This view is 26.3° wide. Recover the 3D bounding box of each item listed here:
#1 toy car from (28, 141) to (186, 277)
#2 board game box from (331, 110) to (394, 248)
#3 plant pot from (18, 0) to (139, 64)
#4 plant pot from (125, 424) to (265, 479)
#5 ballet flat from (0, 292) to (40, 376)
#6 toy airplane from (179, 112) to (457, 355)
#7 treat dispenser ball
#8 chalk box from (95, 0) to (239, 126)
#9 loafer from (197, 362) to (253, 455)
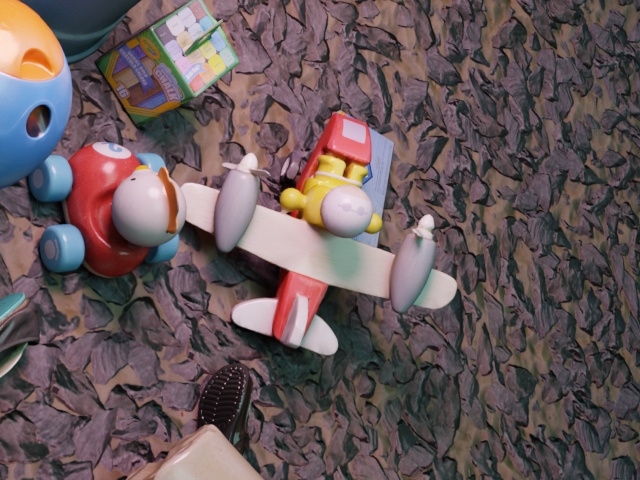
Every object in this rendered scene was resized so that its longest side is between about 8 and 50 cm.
[{"bbox_3d":[-0.280,-0.063,2.070,0.219,0.238,0.210,-4,81,-43],"label":"toy car"},{"bbox_3d":[0.058,-0.086,2.529,0.145,0.027,0.281,29,60,-35],"label":"board game box"},{"bbox_3d":[-0.353,-0.475,2.055,0.341,0.334,0.341,14,68,-38],"label":"plant pot"},{"bbox_3d":[-0.159,0.452,2.007,0.334,0.334,0.305,-36,92,-42],"label":"plant pot"},{"bbox_3d":[-0.494,0.172,1.912,0.280,0.095,0.096,-34,113,-43],"label":"ballet flat"},{"bbox_3d":[0.000,0.000,2.279,0.386,0.272,0.384,-25,84,-25],"label":"toy airplane"},{"bbox_3d":[-0.488,-0.207,1.887,0.288,0.288,0.288,14,69,-39],"label":"treat dispenser ball"},{"bbox_3d":[-0.230,-0.293,2.197,0.132,0.213,0.132,-43,108,-40],"label":"chalk box"},{"bbox_3d":[-0.153,0.307,2.203,0.078,0.080,0.220,37,63,-57],"label":"loafer"}]
